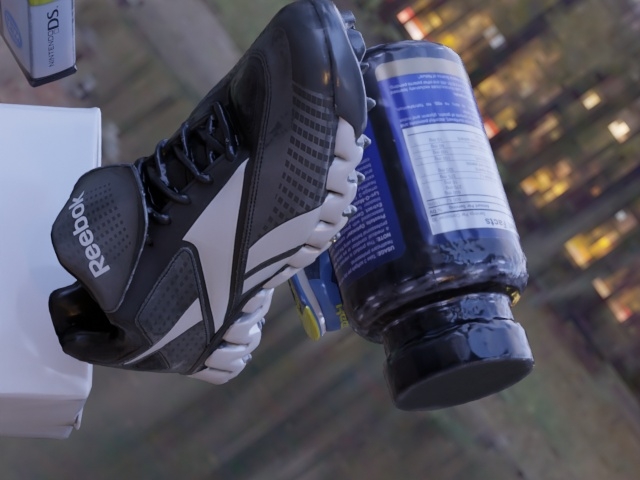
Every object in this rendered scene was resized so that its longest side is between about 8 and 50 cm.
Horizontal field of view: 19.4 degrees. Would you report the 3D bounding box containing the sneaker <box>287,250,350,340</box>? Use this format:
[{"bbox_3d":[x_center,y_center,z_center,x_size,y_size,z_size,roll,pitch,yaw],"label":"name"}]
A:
[{"bbox_3d":[0.000,0.000,1.294,0.053,0.059,0.144,81,-8,-64],"label":"sneaker"}]

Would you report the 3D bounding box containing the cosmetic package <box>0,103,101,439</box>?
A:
[{"bbox_3d":[-0.301,0.017,0.950,0.197,0.365,0.155,136,-45,-72],"label":"cosmetic package"}]

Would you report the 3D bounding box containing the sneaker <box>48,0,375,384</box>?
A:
[{"bbox_3d":[-0.056,-0.011,0.789,0.106,0.234,0.078,-1,55,-26],"label":"sneaker"}]

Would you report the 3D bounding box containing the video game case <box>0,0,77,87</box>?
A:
[{"bbox_3d":[-0.219,-0.268,1.118,0.275,0.035,0.248,57,-22,27],"label":"video game case"}]

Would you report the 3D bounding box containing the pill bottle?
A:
[{"bbox_3d":[0.063,-0.008,1.204,0.123,0.122,0.219,40,33,-66],"label":"pill bottle"}]
